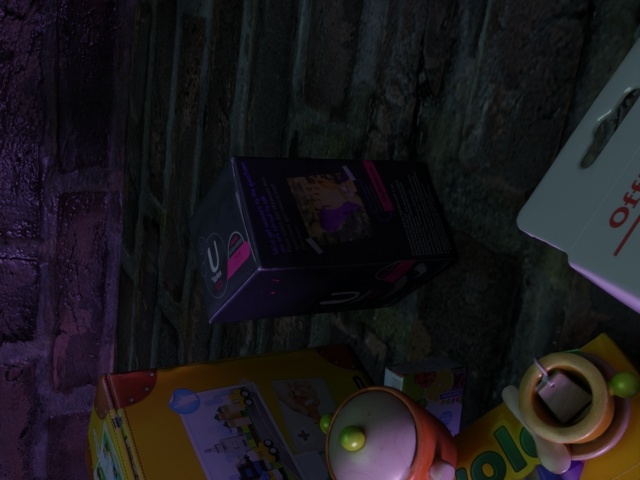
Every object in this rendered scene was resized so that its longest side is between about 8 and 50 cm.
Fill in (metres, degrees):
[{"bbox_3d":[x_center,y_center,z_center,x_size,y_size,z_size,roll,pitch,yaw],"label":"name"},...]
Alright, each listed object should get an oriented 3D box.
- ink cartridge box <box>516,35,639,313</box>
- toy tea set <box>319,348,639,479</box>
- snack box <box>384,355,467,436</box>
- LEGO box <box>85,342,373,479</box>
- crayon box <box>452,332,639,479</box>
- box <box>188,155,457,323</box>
[{"bbox_3d":[0.296,-0.013,0.417,0.207,0.119,0.353,-57,25,7],"label":"ink cartridge box"},{"bbox_3d":[0.137,0.175,0.529,0.336,0.124,0.200,-29,54,25],"label":"toy tea set"},{"bbox_3d":[0.120,0.215,0.848,0.037,0.100,0.141,21,109,56],"label":"snack box"},{"bbox_3d":[-0.042,0.381,0.868,0.500,0.372,0.193,56,138,42],"label":"LEGO box"},{"bbox_3d":[0.187,0.312,0.583,0.363,0.106,0.313,-40,53,17],"label":"crayon box"},{"bbox_3d":[0.000,0.000,0.871,0.165,0.270,0.144,-45,54,52],"label":"box"}]
